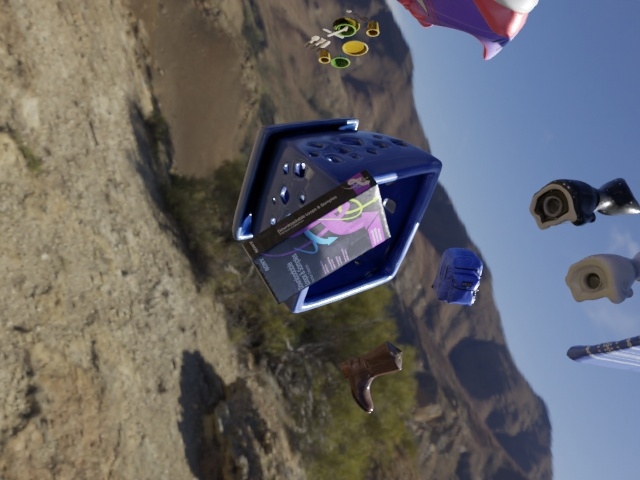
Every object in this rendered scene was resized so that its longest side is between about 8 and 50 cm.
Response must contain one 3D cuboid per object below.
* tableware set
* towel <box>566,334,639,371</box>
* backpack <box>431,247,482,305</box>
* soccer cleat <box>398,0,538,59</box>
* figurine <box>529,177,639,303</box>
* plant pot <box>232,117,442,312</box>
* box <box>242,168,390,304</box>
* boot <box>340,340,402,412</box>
[{"bbox_3d":[0.047,-0.355,1.267,0.154,0.103,0.024,-21,-120,53],"label":"tableware set"},{"bbox_3d":[0.609,0.161,1.153,0.243,0.336,0.040,13,64,-36],"label":"towel"},{"bbox_3d":[0.325,0.083,1.619,0.101,0.097,0.120,-119,-144,-65],"label":"backpack"},{"bbox_3d":[0.115,-0.340,0.894,0.109,0.318,0.116,-71,-174,-49],"label":"soccer cleat"},{"bbox_3d":[0.477,-0.006,1.149,0.092,0.209,0.215,-45,-120,52],"label":"figurine"},{"bbox_3d":[0.009,-0.061,1.087,0.212,0.235,0.236,41,-52,32],"label":"plant pot"},{"bbox_3d":[0.000,0.000,0.804,0.029,0.162,0.116,57,-5,33],"label":"box"},{"bbox_3d":[0.103,0.238,1.227,0.107,0.114,0.037,61,25,-3],"label":"boot"}]
